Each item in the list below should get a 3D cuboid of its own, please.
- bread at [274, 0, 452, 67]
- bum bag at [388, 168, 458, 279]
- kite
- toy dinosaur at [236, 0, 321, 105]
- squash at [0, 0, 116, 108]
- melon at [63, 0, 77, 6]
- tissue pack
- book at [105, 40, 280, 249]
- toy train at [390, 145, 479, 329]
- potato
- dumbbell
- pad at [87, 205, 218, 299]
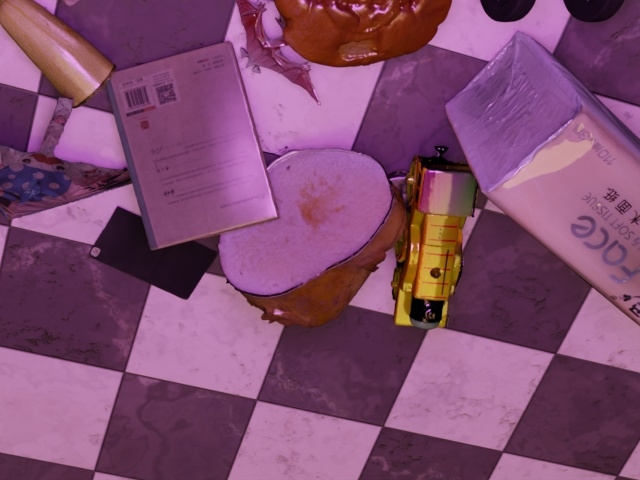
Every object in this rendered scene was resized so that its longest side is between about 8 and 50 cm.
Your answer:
[{"bbox_3d":[0.052,-0.377,1.630,0.269,0.148,0.270,-3,123,-5],"label":"bread"},{"bbox_3d":[0.166,-0.009,1.919,0.102,0.069,0.248,-4,122,17],"label":"bum bag"},{"bbox_3d":[-0.432,-0.122,1.789,0.335,0.011,0.314,9,141,-29],"label":"kite"},{"bbox_3d":[-0.071,-0.287,1.724,0.108,0.032,0.220,-31,103,36],"label":"toy dinosaur"},{"bbox_3d":[-0.414,-0.299,1.696,0.224,0.094,0.094,42,111,-17],"label":"squash"},{"bbox_3d":[-0.350,-0.396,1.588,0.098,0.182,0.054,-28,76,7],"label":"melon"},{"bbox_3d":[0.407,-0.082,1.735,0.405,0.332,0.205,39,110,-24],"label":"tissue pack"},{"bbox_3d":[-0.197,-0.144,1.758,0.214,0.025,0.283,-13,93,5],"label":"book"},{"bbox_3d":[0.174,0.004,1.808,0.100,0.160,0.296,4,107,-6],"label":"toy train"},{"bbox_3d":[0.000,0.000,1.838,0.299,0.246,0.196,-32,150,5],"label":"potato"},{"bbox_3d":[0.328,-0.382,1.628,0.325,0.143,0.143,-4,124,-21],"label":"dumbbell"},{"bbox_3d":[-0.283,0.024,1.944,0.193,0.004,0.116,26,117,-19],"label":"pad"}]
